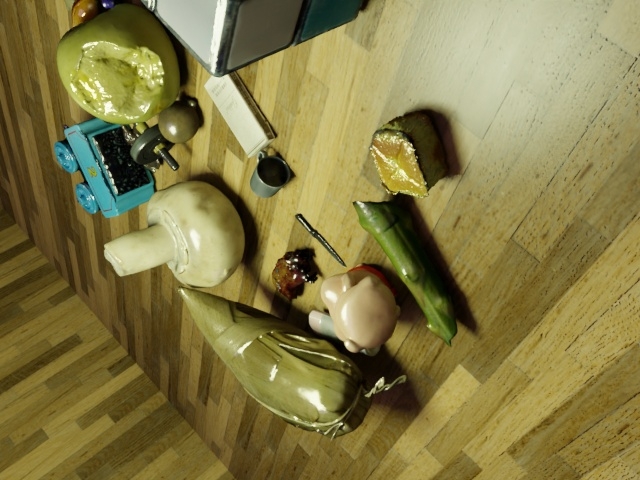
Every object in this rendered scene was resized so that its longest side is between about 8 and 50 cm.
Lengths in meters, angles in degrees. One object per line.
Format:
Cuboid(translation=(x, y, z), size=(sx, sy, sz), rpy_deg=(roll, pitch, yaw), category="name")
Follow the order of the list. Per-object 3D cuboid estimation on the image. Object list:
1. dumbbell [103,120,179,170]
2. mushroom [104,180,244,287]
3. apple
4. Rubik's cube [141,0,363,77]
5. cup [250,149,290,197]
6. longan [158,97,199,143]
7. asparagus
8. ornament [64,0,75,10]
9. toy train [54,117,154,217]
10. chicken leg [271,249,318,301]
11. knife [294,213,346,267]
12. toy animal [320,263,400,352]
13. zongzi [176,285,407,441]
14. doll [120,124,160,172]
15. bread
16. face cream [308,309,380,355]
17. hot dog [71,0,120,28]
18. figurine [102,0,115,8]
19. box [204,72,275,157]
Cuboid(translation=(-0.475, -0.308, 1.741), size=(0.325, 0.143, 0.143), rpy_deg=(50, 147, 7), category="dumbbell")
Cuboid(translation=(-0.376, 0.006, 1.722), size=(0.314, 0.336, 0.314), rpy_deg=(42, 145, 39), category="mushroom")
Cuboid(translation=(-0.467, -0.407, 1.543), size=(0.279, 0.279, 0.279), rpy_deg=(33, 141, 31), category="apple")
Cuboid(translation=(-0.103, -0.481, 0.944), size=(0.313, 0.318, 0.316), rpy_deg=(48, 146, 14), category="Rubik's cube")
Cuboid(translation=(-0.120, -0.150, 1.494), size=(0.077, 0.078, 0.100), rpy_deg=(-40, 67, 62), category="cup")
Cuboid(translation=(-0.343, -0.298, 1.633), size=(0.106, 0.106, 0.119), rpy_deg=(40, 105, 23), category="longan")
Cuboid(translation=(0.178, 0.050, 1.277), size=(0.082, 0.085, 0.343), rpy_deg=(-26, 103, 46), category="asparagus")
Cuboid(translation=(-0.638, -0.701, 1.675), size=(0.245, 0.061, 0.230), rpy_deg=(-8, 114, 54), category="ornament")
Cuboid(translation=(-0.655, -0.232, 2.018), size=(0.265, 0.188, 0.300), rpy_deg=(-4, 112, 49), category="toy train")
Cuboid(translation=(-0.069, 0.085, 1.647), size=(0.105, 0.063, 0.234), rpy_deg=(56, 150, 7), category="chicken leg")
Cuboid(translation=(0.000, 0.000, 1.527), size=(0.170, 0.010, 0.023), rpy_deg=(47, 153, 10), category="knife")
Cuboid(translation=(0.087, 0.135, 1.393), size=(0.171, 0.171, 0.197), rpy_deg=(60, -178, -8), category="toy animal")
Cuboid(translation=(-0.115, 0.272, 1.567), size=(0.467, 0.218, 0.500), rpy_deg=(37, 163, -19), category="zongzi")
Cuboid(translation=(-0.506, -0.269, 1.903), size=(0.139, 0.057, 0.165), rpy_deg=(37, 148, 21), category="doll")
Cuboid(translation=(0.147, -0.146, 1.149), size=(0.128, 0.069, 0.140), rpy_deg=(7, 127, 51), category="bread")
Cuboid(translation=(0.057, 0.222, 1.610), size=(0.198, 0.057, 0.084), rpy_deg=(16, 141, 47), category="face cream")
Cuboid(translation=(-0.568, -0.516, 1.693), size=(0.100, 0.135, 0.337), rpy_deg=(33, 147, -4), category="hot dog")
Cuboid(translation=(-0.470, -0.687, 1.365), size=(0.261, 0.186, 0.381), rpy_deg=(24, 141, 48), category="figurine")
Cuboid(translation=(-0.181, -0.289, 1.484), size=(0.198, 0.029, 0.109), rpy_deg=(58, 148, -2), category="box")
